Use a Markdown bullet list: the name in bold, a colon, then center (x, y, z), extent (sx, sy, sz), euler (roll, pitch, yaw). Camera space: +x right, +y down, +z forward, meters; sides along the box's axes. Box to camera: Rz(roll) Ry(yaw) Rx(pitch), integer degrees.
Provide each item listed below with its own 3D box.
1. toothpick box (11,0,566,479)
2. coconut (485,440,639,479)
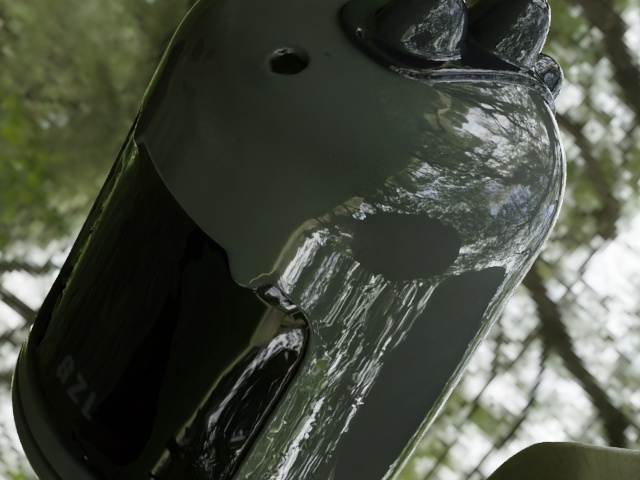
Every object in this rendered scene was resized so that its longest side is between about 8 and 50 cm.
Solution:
- **toothpick box**: center (0.000, 0.000, 0.878), extent (0.316, 0.229, 0.229), euler (-60, -174, 34)
- **coconut**: center (0.161, 0.205, 0.913), extent (0.224, 0.224, 0.224), euler (-46, -166, 16)
